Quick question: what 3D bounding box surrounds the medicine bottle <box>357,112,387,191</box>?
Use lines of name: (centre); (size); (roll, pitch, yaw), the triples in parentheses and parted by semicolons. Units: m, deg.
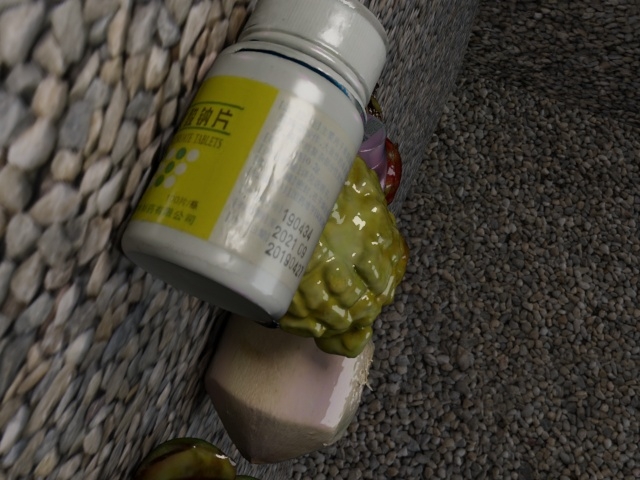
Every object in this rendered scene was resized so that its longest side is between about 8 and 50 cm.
medicine bottle: (0.054, -0.110, 1.170); (0.188, 0.095, 0.119); (95, -4, -56)

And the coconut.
coconut: (-0.043, 0.185, 0.996); (0.224, 0.224, 0.233); (68, 32, -77)

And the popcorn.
popcorn: (0.005, 0.009, 0.859); (0.216, 0.181, 0.235); (60, 20, -27)

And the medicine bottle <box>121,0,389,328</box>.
medicine bottle: (-0.044, -0.074, 0.612); (0.143, 0.144, 0.258); (83, 31, -71)

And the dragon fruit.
dragon fruit: (0.085, -0.157, 1.322); (0.125, 0.125, 0.245); (-19, 116, -53)

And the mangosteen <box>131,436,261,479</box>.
mangosteen: (-0.116, 0.399, 0.811); (0.330, 0.330, 0.329); (21, 90, -81)
